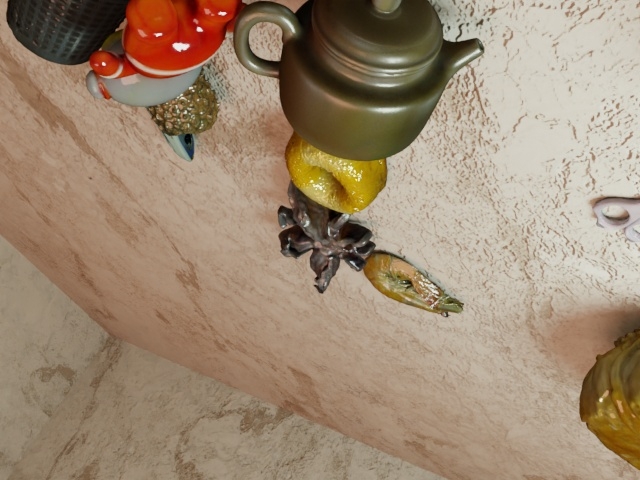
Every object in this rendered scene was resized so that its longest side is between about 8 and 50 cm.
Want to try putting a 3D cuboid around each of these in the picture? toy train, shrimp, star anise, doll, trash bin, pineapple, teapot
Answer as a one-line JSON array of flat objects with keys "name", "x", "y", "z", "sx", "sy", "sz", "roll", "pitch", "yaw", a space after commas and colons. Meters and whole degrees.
[{"name": "toy train", "x": -0.268, "y": -0.229, "z": 1.144, "sx": 0.048, "sy": 0.055, "sz": 0.252, "roll": 6, "pitch": 147, "yaw": 23}, {"name": "shrimp", "x": 0.178, "y": 0.089, "z": 1.247, "sx": 0.217, "sy": 0.051, "sz": 0.115, "roll": 28, "pitch": 152, "yaw": 11}, {"name": "star anise", "x": -0.001, "y": 0.003, "z": 1.212, "sx": 0.198, "sy": 0.110, "sz": 0.257, "roll": 31, "pitch": 148, "yaw": 0}, {"name": "doll", "x": -0.199, "y": -0.237, "z": 0.799, "sx": 0.105, "sy": 0.200, "sz": 0.336, "roll": 65, "pitch": 158, "yaw": -9}, {"name": "trash bin", "x": -0.323, "y": -0.319, "z": 0.835, "sx": 0.175, "sy": 0.175, "sz": 0.161, "roll": 36, "pitch": 131, "yaw": -12}, {"name": "pineapple", "x": -0.235, "y": -0.278, "z": 0.978, "sx": 0.125, "sy": 0.125, "sz": 0.251, "roll": 14, "pitch": 139, "yaw": 30}, {"name": "teapot", "x": 0.040, "y": -0.209, "z": 0.698, "sx": 0.268, "sy": 0.185, "sz": 0.175, "roll": 7, "pitch": 148, "yaw": -8}]

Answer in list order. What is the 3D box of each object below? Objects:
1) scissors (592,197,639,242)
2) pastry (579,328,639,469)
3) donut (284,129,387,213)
[{"name": "scissors", "x": 0.421, "y": -0.048, "z": 0.792, "sx": 0.100, "sy": 0.015, "sz": 0.189, "roll": 29, "pitch": 152, "yaw": 0}, {"name": "pastry", "x": 0.558, "y": 0.248, "z": 0.975, "sx": 0.284, "sy": 0.184, "sz": 0.315, "roll": 37, "pitch": 155, "yaw": 2}, {"name": "donut", "x": 0.018, "y": -0.113, "z": 1.022, "sx": 0.174, "sy": 0.074, "sz": 0.190, "roll": 27, "pitch": 154, "yaw": 7}]
